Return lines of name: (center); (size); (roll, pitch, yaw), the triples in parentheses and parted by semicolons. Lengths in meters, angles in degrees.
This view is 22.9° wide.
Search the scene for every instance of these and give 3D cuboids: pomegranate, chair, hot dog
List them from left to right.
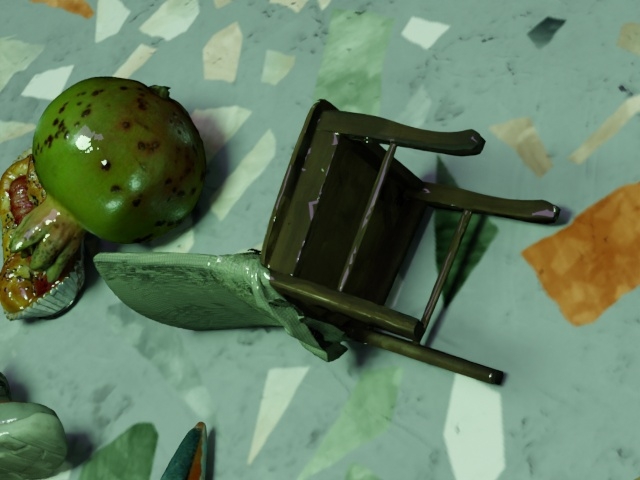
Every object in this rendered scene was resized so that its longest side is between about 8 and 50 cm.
hot dog: (-0.267, -0.013, 1.509); (0.108, 0.059, 0.191); (-28, 52, 24)
pomegranate: (-0.196, -0.055, 1.422); (0.205, 0.159, 0.159); (-49, 47, -4)
chair: (0.000, 0.000, 1.248); (0.319, 0.160, 0.186); (11, 75, 38)

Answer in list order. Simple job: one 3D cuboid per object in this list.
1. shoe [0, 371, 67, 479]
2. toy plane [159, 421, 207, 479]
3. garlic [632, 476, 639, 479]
shoe: (-0.304, 0.146, 1.403); (0.228, 0.099, 0.125); (-8, 61, 36)
toy plane: (-0.152, 0.277, 1.213); (0.223, 0.104, 0.326); (-35, 37, 52)
garlic: (0.222, 0.200, 0.960); (0.245, 0.164, 0.145); (-18, 71, 32)
